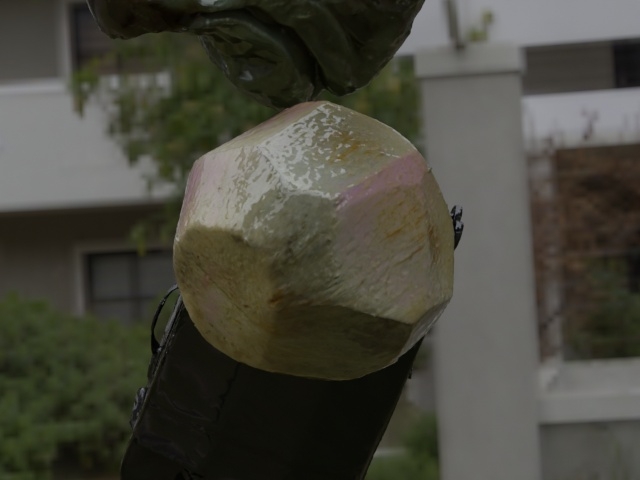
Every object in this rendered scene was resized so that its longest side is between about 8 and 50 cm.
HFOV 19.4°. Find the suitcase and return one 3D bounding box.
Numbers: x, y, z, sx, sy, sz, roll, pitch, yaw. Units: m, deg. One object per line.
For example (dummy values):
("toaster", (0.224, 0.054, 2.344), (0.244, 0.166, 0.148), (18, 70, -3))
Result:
("suitcase", (-0.041, 0.118, 2.016), (0.283, 0.434, 0.194), (21, 15, -4))

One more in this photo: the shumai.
("shumai", (-0.075, -0.269, 1.633), (0.263, 0.309, 0.304), (-12, -21, -49))

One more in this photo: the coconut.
("coconut", (0.000, 0.000, 1.532), (0.237, 0.237, 0.197), (-1, 0, -43))
